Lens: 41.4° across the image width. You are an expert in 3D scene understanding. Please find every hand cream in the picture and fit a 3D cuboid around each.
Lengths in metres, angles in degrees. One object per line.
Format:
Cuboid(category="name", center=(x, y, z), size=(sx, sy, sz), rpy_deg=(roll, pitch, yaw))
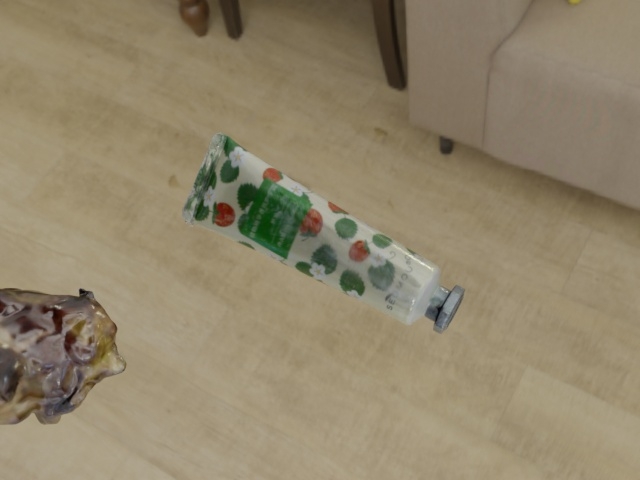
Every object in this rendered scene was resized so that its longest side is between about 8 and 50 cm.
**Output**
Cuboid(category="hand cream", center=(0.000, 0.000, 0.775), size=(0.276, 0.059, 0.095), rpy_deg=(28, 104, 14))

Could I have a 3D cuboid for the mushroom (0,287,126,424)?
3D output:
Cuboid(category="mushroom", center=(-0.371, 0.032, 0.526), size=(0.331, 0.356, 0.334), rpy_deg=(10, 39, 36))
